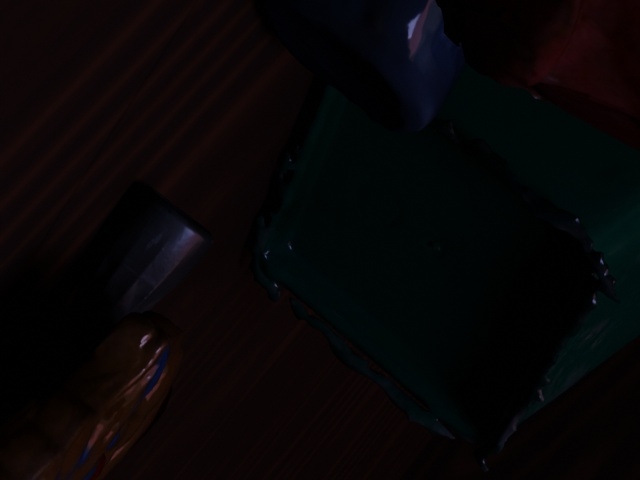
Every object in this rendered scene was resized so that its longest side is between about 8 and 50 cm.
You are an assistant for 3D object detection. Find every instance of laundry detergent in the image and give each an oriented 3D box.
[{"bbox_3d":[0.093,-0.189,0.855,0.290,0.094,0.143,-53,165,-5],"label":"laundry detergent"}]

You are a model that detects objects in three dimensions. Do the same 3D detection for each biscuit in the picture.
[{"bbox_3d":[-0.117,0.099,0.810,0.183,0.043,0.280,-46,174,14],"label":"biscuit"}]

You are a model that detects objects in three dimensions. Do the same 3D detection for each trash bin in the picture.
[{"bbox_3d":[0.174,-0.056,1.129,0.381,0.295,0.259,-37,159,-39],"label":"trash bin"}]

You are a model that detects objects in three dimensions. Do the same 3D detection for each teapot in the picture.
[{"bbox_3d":[-0.097,0.030,0.862,0.111,0.043,0.043,-52,169,2],"label":"teapot"}]

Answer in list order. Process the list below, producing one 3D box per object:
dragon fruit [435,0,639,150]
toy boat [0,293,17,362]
[{"bbox_3d":[0.155,-0.164,0.619,0.295,0.302,0.295,-40,180,0],"label":"dragon fruit"},{"bbox_3d":[-0.189,0.113,0.676,0.318,0.072,0.219,-51,171,-33],"label":"toy boat"}]
